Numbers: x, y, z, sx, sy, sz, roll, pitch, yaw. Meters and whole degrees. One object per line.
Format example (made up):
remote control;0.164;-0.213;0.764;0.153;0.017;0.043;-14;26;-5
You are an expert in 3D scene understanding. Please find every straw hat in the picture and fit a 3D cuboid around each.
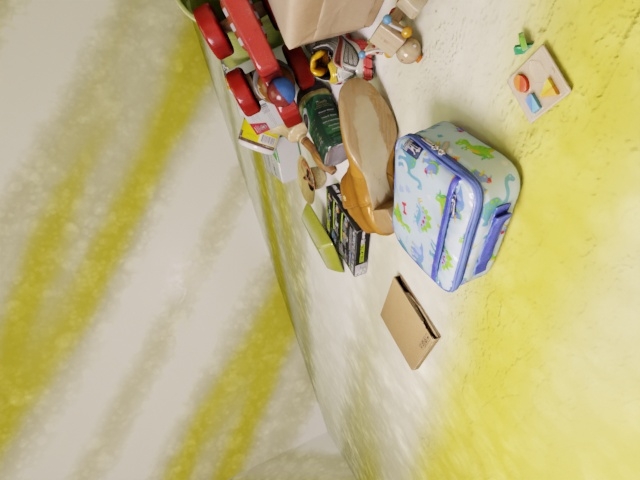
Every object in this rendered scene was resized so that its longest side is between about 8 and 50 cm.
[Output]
straw hat;-0.016;-0.179;1.158;0.144;0.061;0.144;164;90;-71

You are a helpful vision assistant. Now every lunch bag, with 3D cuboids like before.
lunch bag;0.181;-0.044;0.577;0.176;0.090;0.218;55;159;39

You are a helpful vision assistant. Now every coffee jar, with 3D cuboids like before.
coffee jar;0.008;-0.271;0.923;0.096;0.079;0.184;104;143;-70

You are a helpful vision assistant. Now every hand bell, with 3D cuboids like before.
hand bell;-0.035;-0.266;1.097;0.242;0.126;0.126;51;159;19

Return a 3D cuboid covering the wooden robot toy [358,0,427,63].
wooden robot toy;0.122;-0.292;0.569;0.079;0.076;0.173;37;169;-11

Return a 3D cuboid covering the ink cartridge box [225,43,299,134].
ink cartridge box;-0.119;-0.377;1.008;0.128;0.176;0.127;55;-167;-72

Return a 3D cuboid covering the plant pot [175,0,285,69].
plant pot;-0.187;-0.553;0.989;0.254;0.276;0.275;85;164;-78

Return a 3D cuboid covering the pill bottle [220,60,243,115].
pill bottle;-0.227;-0.547;1.257;0.162;0.162;0.278;-130;26;-54

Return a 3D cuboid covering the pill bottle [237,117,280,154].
pill bottle;-0.164;-0.374;1.202;0.117;0.117;0.214;42;114;61

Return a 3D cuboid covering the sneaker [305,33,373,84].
sneaker;0.014;-0.361;0.765;0.225;0.093;0.088;-123;19;-47

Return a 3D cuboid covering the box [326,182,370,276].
box;0.070;-0.027;1.078;0.190;0.045;0.184;87;161;-49

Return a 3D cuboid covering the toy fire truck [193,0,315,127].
toy fire truck;-0.115;-0.349;0.755;0.253;0.170;0.302;-106;-9;-59

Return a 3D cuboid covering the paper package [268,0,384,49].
paper package;-0.011;-0.499;0.542;0.309;0.168;0.324;138;111;-74

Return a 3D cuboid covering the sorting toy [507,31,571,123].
sorting toy;0.219;-0.173;0.421;0.062;0.012;0.083;121;128;-71

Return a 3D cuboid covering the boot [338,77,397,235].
boot;0.076;-0.144;0.792;0.294;0.104;0.211;69;165;-8

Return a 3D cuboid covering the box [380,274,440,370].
box;0.199;0.194;0.930;0.201;0.021;0.164;92;154;-55

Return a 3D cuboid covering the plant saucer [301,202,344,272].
plant saucer;0.000;0.000;1.264;0.188;0.045;0.188;61;176;34

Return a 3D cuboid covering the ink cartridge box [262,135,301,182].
ink cartridge box;-0.139;-0.303;1.392;0.208;0.087;0.152;-136;30;-58
